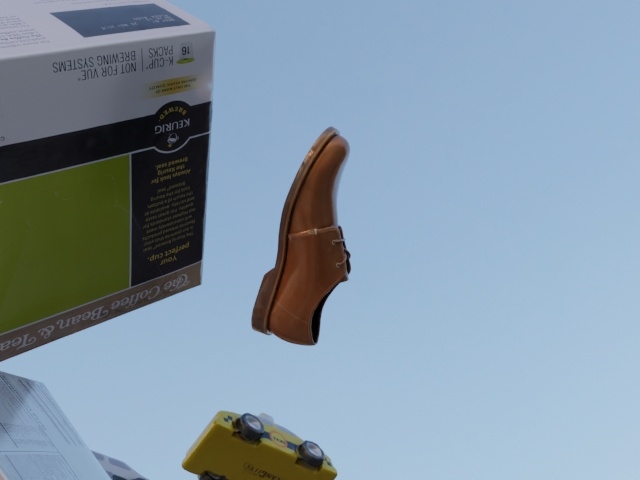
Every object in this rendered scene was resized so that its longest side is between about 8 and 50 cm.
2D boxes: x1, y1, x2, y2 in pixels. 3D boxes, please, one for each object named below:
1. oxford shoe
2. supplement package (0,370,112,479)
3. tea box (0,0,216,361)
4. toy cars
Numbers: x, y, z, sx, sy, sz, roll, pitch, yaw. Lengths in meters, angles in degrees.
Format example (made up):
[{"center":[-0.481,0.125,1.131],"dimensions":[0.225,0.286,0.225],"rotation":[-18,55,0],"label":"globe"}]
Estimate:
[{"center":[0.000,0.000,0.702],"dimensions":[0.076,0.076,0.212],"rotation":[20,-72,17],"label":"oxford shoe"},{"center":[-0.239,0.193,0.448],"dimensions":[0.194,0.149,0.203],"rotation":[-39,-12,-11],"label":"supplement package"},{"center":[-0.306,-0.079,0.767],"dimensions":[0.329,0.220,0.324],"rotation":[-20,-48,-39],"label":"tea box"},{"center":[-0.179,0.284,0.926],"dimensions":[0.393,0.087,0.177],"rotation":[-10,-63,-9],"label":"toy cars"}]
